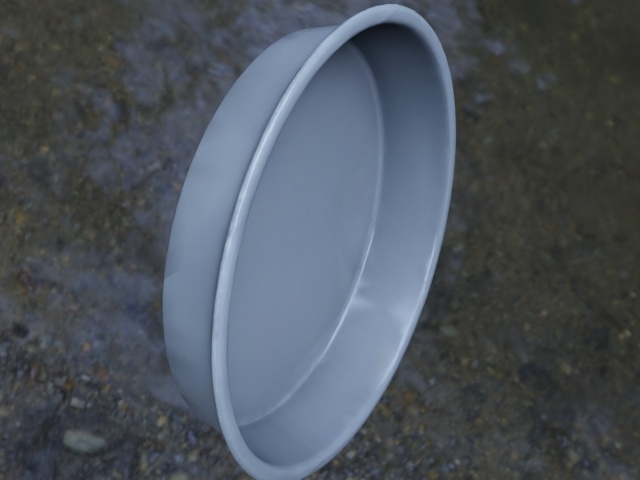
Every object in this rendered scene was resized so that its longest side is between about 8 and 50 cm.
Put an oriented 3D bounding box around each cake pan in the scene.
[{"bbox_3d":[0.000,0.000,0.666,0.054,0.293,0.293,16,41,25],"label":"cake pan"}]
